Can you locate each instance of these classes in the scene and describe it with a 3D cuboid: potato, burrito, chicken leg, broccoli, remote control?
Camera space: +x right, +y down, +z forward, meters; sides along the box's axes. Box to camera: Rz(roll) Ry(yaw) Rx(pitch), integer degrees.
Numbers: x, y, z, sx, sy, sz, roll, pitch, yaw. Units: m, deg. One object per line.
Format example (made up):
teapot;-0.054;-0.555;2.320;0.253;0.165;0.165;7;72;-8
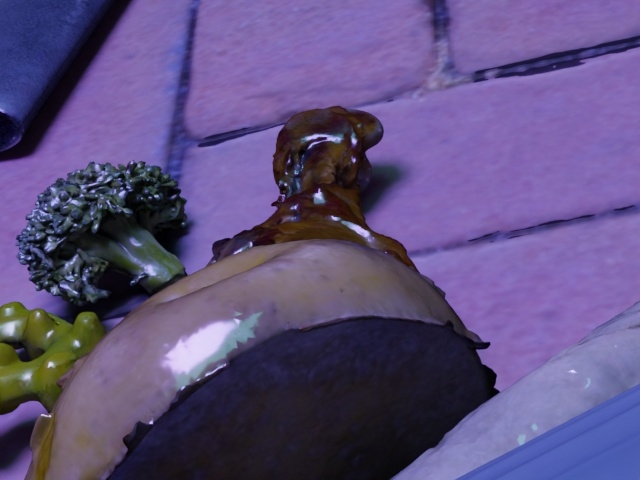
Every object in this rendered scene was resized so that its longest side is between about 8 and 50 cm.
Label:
potato;-0.056;0.076;0.791;0.243;0.138;0.098;-33;48;-11
burrito;0.145;0.050;0.806;0.392;0.076;0.117;-32;-5;-27
chicken leg;-0.001;0.003;0.979;0.107;0.087;0.251;7;28;0
broccoli;-0.110;-0.001;1.051;0.092;0.097;0.095;42;84;8
remote control;-0.184;-0.172;1.358;0.107;0.044;0.377;-9;32;22

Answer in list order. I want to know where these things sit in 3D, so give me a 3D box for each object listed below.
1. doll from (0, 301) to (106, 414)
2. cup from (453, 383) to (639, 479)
doll;-0.289;0.098;0.948;0.346;0.099;0.341;-36;38;-31
cup;0.048;0.209;0.523;0.311;0.331;0.257;-26;66;-16
